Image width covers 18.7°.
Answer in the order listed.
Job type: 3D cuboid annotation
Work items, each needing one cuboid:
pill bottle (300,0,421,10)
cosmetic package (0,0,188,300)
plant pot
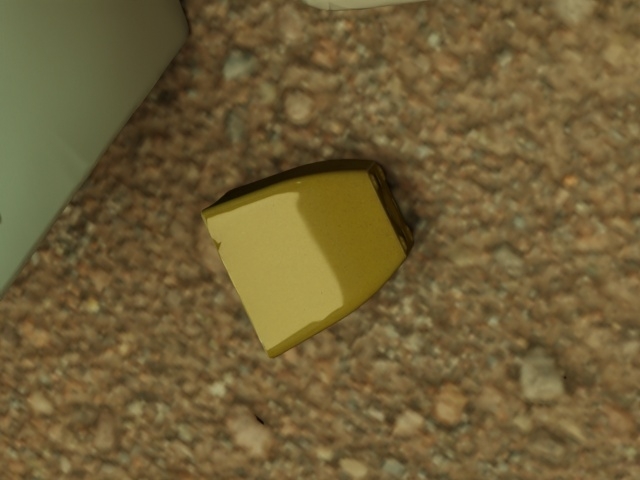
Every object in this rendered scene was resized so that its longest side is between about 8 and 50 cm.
[{"bbox_3d":[0.033,-0.272,0.829,0.176,0.176,0.319,-8,107,20],"label":"pill bottle"},{"bbox_3d":[-0.327,-0.134,0.883,0.393,0.327,0.329,-9,116,20],"label":"cosmetic package"},{"bbox_3d":[0.000,0.000,0.981,0.083,0.081,0.081,-24,95,10],"label":"plant pot"}]
